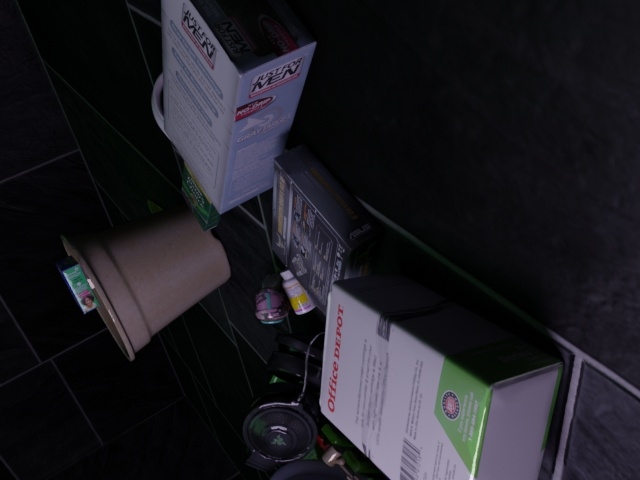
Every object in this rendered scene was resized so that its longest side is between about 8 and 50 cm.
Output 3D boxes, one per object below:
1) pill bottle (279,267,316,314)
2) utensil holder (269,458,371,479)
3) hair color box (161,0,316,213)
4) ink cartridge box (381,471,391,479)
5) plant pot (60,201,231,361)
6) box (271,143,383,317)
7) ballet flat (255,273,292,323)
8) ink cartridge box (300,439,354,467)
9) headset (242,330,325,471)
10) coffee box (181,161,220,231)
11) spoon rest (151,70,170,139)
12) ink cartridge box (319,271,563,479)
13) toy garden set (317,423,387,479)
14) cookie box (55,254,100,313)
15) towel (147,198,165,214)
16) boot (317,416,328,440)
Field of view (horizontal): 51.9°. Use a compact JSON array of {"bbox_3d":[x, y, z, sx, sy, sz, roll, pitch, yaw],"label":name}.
[{"bbox_3d":[-0.042,0.088,1.185,0.083,0.043,0.043,65,158,-9],"label":"pill bottle"},{"bbox_3d":[-0.024,0.652,1.173,0.328,0.328,0.385,40,112,41],"label":"utensil holder"},{"bbox_3d":[-0.133,-0.209,0.934,0.185,0.114,0.374,55,158,12],"label":"hair color box"},{"bbox_3d":[0.188,0.358,0.991,0.303,0.072,0.307,48,153,31],"label":"ink cartridge box"},{"bbox_3d":[-0.399,0.066,1.580,0.334,0.306,0.333,46,154,31],"label":"plant pot"},{"bbox_3d":[0.000,0.000,0.973,0.183,0.056,0.231,50,155,25],"label":"box"},{"bbox_3d":[-0.087,0.103,1.236,0.221,0.077,0.079,-129,37,-89],"label":"ballet flat"},{"bbox_3d":[0.026,0.574,1.394,0.188,0.097,0.255,-58,42,45],"label":"ink cartridge box"},{"bbox_3d":[-0.024,0.282,1.184,0.185,0.243,0.394,25,142,-6],"label":"headset"},{"bbox_3d":[-0.255,-0.102,1.418,0.113,0.040,0.184,58,158,8],"label":"coffee box"},{"bbox_3d":[-0.235,-0.187,1.218,0.276,0.084,0.137,61,158,1],"label":"spoon rest"},{"bbox_3d":[0.122,0.176,0.772,0.273,0.115,0.198,31,122,52],"label":"ink cartridge box"},{"bbox_3d":[0.087,0.415,1.198,0.244,0.049,0.204,44,-170,37],"label":"toy garden set"},{"bbox_3d":[-0.525,0.094,1.422,0.092,0.040,0.107,21,136,58],"label":"cookie box"},{"bbox_3d":[-0.447,-0.047,1.923,0.237,0.021,0.102,30,144,51],"label":"towel"},{"bbox_3d":[-0.031,0.402,1.513,0.115,0.112,0.305,10,128,24],"label":"boot"}]
